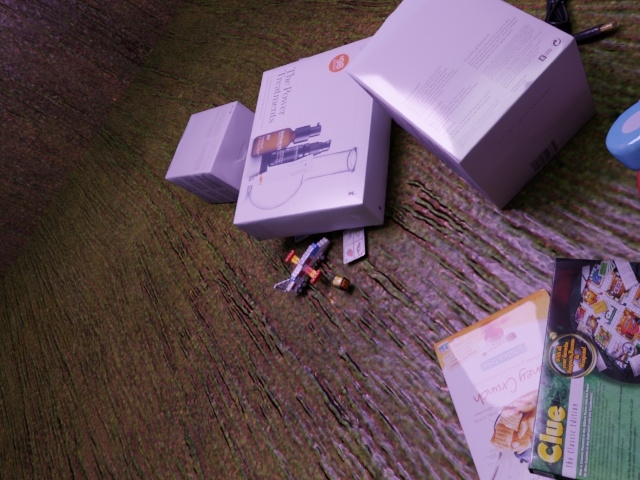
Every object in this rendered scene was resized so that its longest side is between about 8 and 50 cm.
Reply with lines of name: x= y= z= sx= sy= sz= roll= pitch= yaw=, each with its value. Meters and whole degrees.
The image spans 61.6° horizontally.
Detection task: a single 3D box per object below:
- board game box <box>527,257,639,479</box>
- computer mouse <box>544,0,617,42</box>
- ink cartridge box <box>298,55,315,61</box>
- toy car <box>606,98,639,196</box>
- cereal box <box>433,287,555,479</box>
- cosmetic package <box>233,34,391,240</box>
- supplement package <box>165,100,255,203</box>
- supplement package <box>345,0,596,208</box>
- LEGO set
board game box: x=0.316 y=0.138 z=0.590 sx=0.136 sy=0.030 sz=0.259 roll=6 pitch=59 yaw=28
computer mouse: x=0.460 y=-0.406 z=0.818 sx=0.262 sy=0.060 sz=0.183 roll=-7 pitch=61 yaw=43
ink cartridge box: x=0.011 y=-0.370 z=1.249 sx=0.209 sy=0.062 sz=0.108 roll=14 pitch=76 yaw=48
toy car: x=0.419 y=-0.114 z=0.612 sx=0.210 sy=0.219 sz=0.238 roll=-51 pitch=11 yaw=10
cereal box: x=0.254 y=0.199 z=0.653 sx=0.173 sy=0.047 sz=0.240 roll=-34 pitch=45 yaw=22
cosmetic package: x=-0.006 y=-0.199 z=1.067 sx=0.285 sy=0.097 sz=0.376 roll=-7 pitch=63 yaw=29
supplement package: x=-0.244 y=-0.211 z=1.339 sx=0.203 sy=0.149 sz=0.194 roll=1 pitch=67 yaw=46
supplement package: x=0.220 y=-0.224 z=0.801 sx=0.199 sy=0.198 sz=0.262 roll=-48 pitch=54 yaw=12
LEGO set: x=0.000 y=0.000 z=1.031 sx=0.183 sy=0.060 sz=0.244 roll=-27 pitch=46 yaw=33
